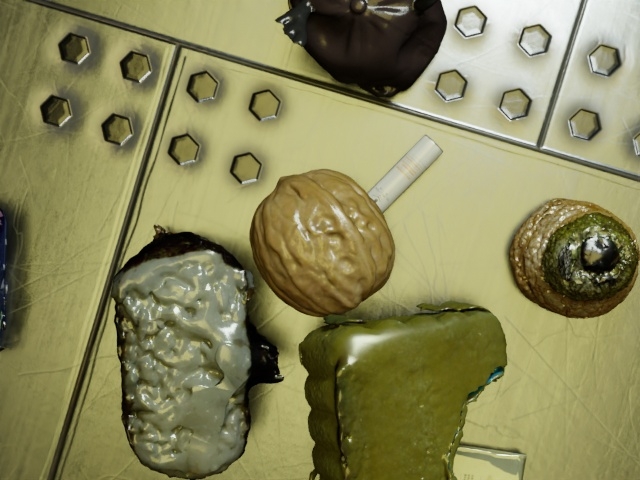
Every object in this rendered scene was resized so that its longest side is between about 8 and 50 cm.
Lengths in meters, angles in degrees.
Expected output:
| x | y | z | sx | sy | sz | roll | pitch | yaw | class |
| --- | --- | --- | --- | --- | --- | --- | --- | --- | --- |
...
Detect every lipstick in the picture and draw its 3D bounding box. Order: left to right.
| x | y | z | sx | sy | sz | roll | pitch | yaw | class |
| --- | --- | --- | --- | --- | --- | --- | --- | --- | --- |
| 0.119 | -0.094 | 1.446 | 0.040 | 0.040 | 0.141 | 44 | 94 | 2 | lipstick |

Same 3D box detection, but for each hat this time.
| x | y | z | sx | sy | sz | roll | pitch | yaw | class |
| --- | --- | --- | --- | --- | --- | --- | --- | --- | --- |
| 0.062 | -0.380 | 1.364 | 0.238 | 0.209 | 0.336 | 1 | 89 | 6 | hat |

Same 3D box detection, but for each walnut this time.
| x | y | z | sx | sy | sz | roll | pitch | yaw | class |
| --- | --- | --- | --- | --- | --- | --- | --- | --- | --- |
| 0.000 | 0.000 | 1.381 | 0.213 | 0.213 | 0.213 | 0 | 91 | 3 | walnut |

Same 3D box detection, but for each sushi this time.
| x | y | z | sx | sy | sz | roll | pitch | yaw | class |
| --- | --- | --- | --- | --- | --- | --- | --- | --- | --- |
| -0.175 | 0.159 | 1.392 | 0.234 | 0.207 | 0.348 | 1 | 96 | -9 | sushi |

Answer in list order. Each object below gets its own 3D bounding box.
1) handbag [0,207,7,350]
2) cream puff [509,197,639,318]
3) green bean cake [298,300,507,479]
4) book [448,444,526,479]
| x | y | z | sx | sy | sz | roll | pitch | yaw | class |
| --- | --- | --- | --- | --- | --- | --- | --- | --- | --- |
| -0.551 | 0.059 | 1.452 | 0.162 | 0.113 | 0.260 | -2 | 89 | -3 | handbag |
| 0.365 | 0.028 | 1.370 | 0.183 | 0.169 | 0.183 | 0 | 92 | 3 | cream puff |
| 0.117 | 0.245 | 1.365 | 0.285 | 0.202 | 0.310 | -3 | 91 | -23 | green bean cake |
| 0.150 | 0.395 | 1.457 | 0.289 | 0.026 | 0.201 | 9 | 90 | 3 | book |
